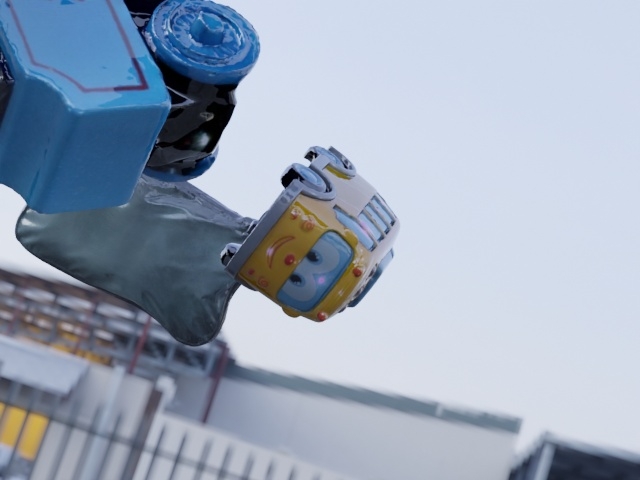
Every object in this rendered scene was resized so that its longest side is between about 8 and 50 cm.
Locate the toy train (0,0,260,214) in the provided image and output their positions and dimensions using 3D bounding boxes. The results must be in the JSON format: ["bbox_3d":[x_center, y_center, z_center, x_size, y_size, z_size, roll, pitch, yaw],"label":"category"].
[{"bbox_3d":[-0.220,-0.188,1.345,0.265,0.300,0.188,-9,-34,-32],"label":"toy train"}]

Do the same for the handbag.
[{"bbox_3d":[-0.233,-0.004,1.902,0.332,0.191,0.075,30,10,7],"label":"handbag"}]

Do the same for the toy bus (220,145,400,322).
[{"bbox_3d":[0.000,0.000,1.420,0.136,0.126,0.209,39,18,1],"label":"toy bus"}]
